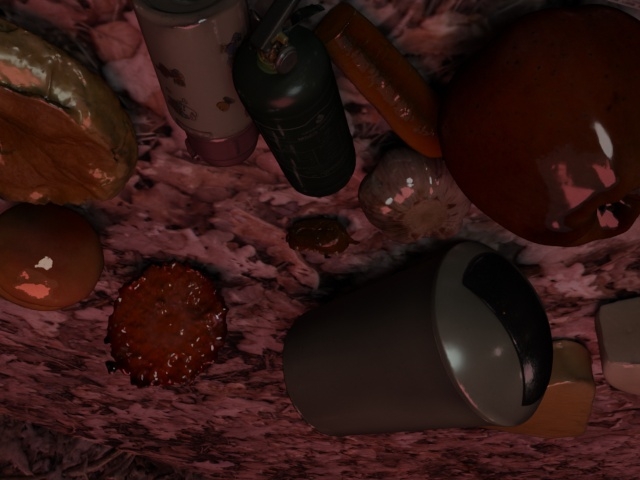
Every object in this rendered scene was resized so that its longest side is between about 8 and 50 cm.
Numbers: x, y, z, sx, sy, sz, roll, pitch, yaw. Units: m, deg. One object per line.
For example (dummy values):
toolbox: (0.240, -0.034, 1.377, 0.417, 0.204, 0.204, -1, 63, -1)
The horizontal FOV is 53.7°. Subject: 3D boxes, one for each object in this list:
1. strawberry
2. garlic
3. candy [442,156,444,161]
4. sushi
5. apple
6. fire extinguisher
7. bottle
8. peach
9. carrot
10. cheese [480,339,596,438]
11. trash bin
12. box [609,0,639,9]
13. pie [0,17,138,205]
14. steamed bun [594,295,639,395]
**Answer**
strawberry: (-0.268, 0.166, 1.166, 0.234, 0.234, 0.178, 3, 168, 4)
garlic: (0.123, -0.064, 0.830, 0.159, 0.102, 0.147, 8, 135, -26)
candy: (0.231, -0.109, 0.775, 0.175, 0.043, 0.045, -8, -169, -15)
sushi: (0.001, -0.004, 0.987, 0.118, 0.061, 0.060, 16, 161, 22)
apple: (0.240, -0.115, 0.627, 0.234, 0.234, 0.234, 4, 147, 2)
fire extinguisher: (-0.020, -0.144, 0.661, 0.114, 0.095, 0.311, -41, 162, -1)
bottle: (-0.119, -0.175, 0.682, 0.110, 0.110, 0.233, 2, 147, 5)
peach: (-0.431, 0.028, 0.991, 0.184, 0.184, 0.184, 4, 147, 2)
carrot: (0.085, -0.168, 0.705, 0.067, 0.067, 0.225, -21, 137, 35)
cheese: (0.465, 0.328, 1.382, 0.384, 0.104, 0.384, 4, 147, 3)
trash bin: (0.162, 0.180, 1.049, 0.280, 0.280, 0.432, 29, 144, -32)
box: (0.345, -0.229, 0.580, 0.218, 0.055, 0.039, 12, 146, -9)
pie: (-0.390, -0.147, 0.785, 0.339, 0.083, 0.339, 7, 148, 5)
steamed bun: (0.615, 0.184, 1.097, 0.241, 0.146, 0.164, -13, 139, 26)
